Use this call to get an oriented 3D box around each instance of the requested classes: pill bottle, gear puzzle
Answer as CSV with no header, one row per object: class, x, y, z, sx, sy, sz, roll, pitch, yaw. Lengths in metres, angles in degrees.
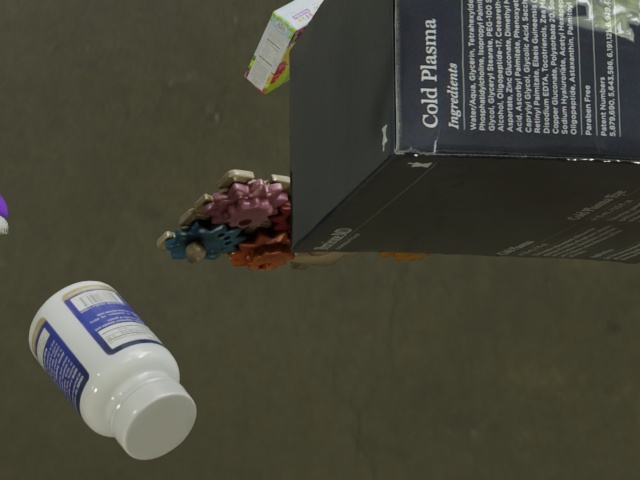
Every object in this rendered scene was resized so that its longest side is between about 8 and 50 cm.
pill bottle,-0.210,0.136,1.617,0.112,0.186,0.112,-24,136,-25
gear puzzle,0.000,0.000,1.704,0.339,0.044,0.175,6,148,-37

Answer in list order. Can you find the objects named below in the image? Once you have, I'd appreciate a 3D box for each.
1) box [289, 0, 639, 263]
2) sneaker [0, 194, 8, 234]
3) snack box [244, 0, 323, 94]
box,0.159,-0.101,1.172,0.312,0.343,0.179,1,79,-13
sneaker,-0.391,-0.094,1.584,0.102,0.293,0.146,0,76,15
snack box,-0.016,-0.232,1.762,0.037,0.141,0.100,41,133,12
